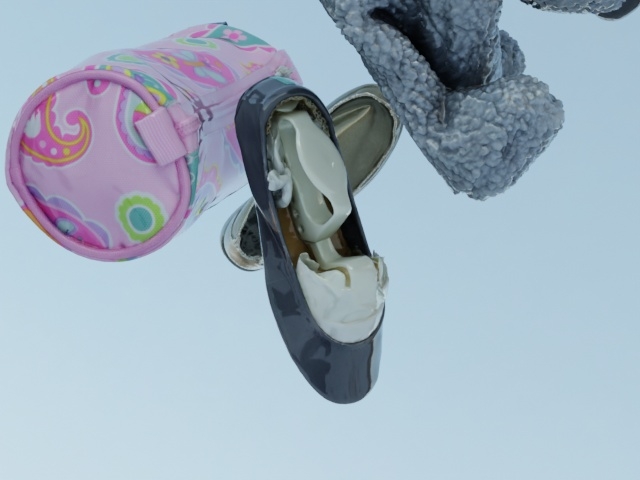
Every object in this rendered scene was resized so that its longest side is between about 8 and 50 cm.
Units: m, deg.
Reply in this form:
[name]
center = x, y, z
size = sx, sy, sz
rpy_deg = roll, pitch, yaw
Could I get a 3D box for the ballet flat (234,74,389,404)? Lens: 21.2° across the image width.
[ballet flat]
center = 0.000, 0.000, 1.005
size = 0.074, 0.203, 0.074
rpy_deg = -16, 3, 1

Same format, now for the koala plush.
[koala plush]
center = 0.111, -0.173, 0.963
size = 0.221, 0.196, 0.203
rpy_deg = -35, -76, 9

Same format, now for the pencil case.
[pencil case]
center = -0.095, -0.072, 1.087
size = 0.124, 0.284, 0.124
rpy_deg = 3, -77, 14

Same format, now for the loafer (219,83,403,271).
[loafer]
center = -0.004, -0.059, 1.798
size = 0.094, 0.251, 0.087
rpy_deg = 41, 4, -7
